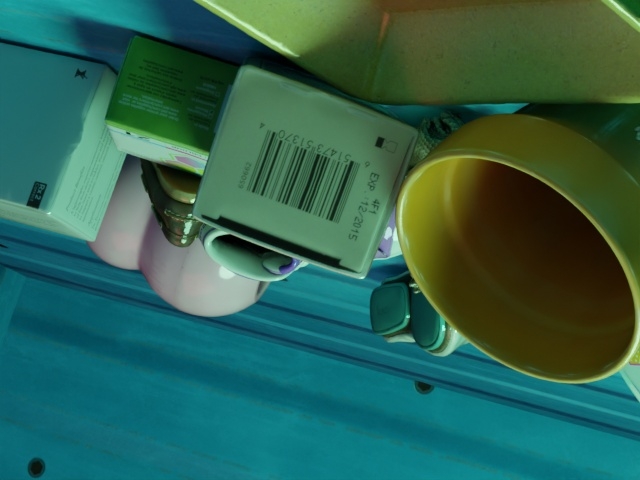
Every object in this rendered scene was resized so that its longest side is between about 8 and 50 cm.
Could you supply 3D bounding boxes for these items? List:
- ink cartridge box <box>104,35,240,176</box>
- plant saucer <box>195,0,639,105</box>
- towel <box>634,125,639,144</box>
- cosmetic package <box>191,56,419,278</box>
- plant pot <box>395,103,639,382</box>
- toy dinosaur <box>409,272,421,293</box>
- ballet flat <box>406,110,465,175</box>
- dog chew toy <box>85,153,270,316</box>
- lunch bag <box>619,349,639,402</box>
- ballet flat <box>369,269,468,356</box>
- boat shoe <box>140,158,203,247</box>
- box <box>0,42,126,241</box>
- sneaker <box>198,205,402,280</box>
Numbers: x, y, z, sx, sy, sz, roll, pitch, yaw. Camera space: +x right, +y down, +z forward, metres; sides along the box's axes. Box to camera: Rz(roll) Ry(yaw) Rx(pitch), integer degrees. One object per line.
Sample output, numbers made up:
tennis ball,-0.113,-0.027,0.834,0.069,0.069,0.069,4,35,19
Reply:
ink cartridge box,-0.115,-0.110,1.452,0.189,0.097,0.255,17,169,0
plant saucer,0.043,-0.188,0.860,0.333,0.081,0.333,27,167,-40
towel,0.297,-0.088,0.891,0.152,0.023,0.113,-15,-179,-18
cosmetic package,-0.018,-0.072,1.169,0.153,0.129,0.296,20,-172,-4
plant pot,0.192,-0.031,1.020,0.205,0.188,0.205,29,143,25
toy dinosaur,0.228,0.015,1.346,0.295,0.127,0.200,11,-179,-33
ballet flat,0.086,-0.093,1.352,0.084,0.058,0.250,-5,-177,-19
dog chew toy,-0.206,-0.041,1.702,0.332,0.206,0.206,25,170,6
lunch bag,0.467,0.138,1.572,0.262,0.160,0.223,57,157,-15
ballet flat,0.178,0.095,1.982,0.139,0.139,0.400,20,173,-10
boat shoe,-0.164,-0.065,1.507,0.073,0.073,0.207,6,-153,-13
box,-0.324,-0.114,1.539,0.182,0.181,0.119,15,168,19
sneaker,0.000,0.001,1.528,0.282,0.102,0.161,1,-155,-10
